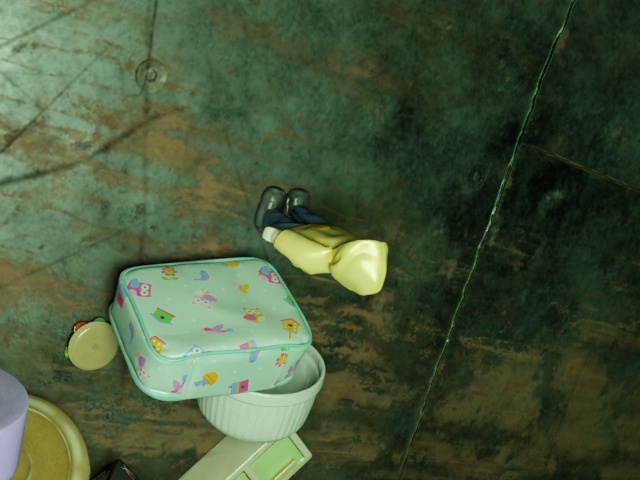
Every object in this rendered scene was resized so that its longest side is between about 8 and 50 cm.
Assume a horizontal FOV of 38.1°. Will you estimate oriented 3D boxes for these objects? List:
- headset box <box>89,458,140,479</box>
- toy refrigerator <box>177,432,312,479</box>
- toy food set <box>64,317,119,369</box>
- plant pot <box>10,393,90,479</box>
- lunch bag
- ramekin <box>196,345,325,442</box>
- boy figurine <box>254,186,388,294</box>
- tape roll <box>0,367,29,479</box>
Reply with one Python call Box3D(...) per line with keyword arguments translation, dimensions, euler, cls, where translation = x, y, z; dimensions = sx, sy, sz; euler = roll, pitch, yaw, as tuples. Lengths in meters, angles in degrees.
Box3D(translation=(-0.287, 0.483, 1.332), dimensions=(0.110, 0.293, 0.218), euler=(-38, 100, 7), cls="headset box")
Box3D(translation=(-0.152, 0.417, 1.598), dimensions=(0.269, 0.094, 0.102), euler=(-41, 126, -15), cls="toy refrigerator")
Box3D(translation=(-0.345, 0.157, 1.408), dimensions=(0.082, 0.020, 0.083), euler=(32, 89, -38), cls="toy food set")
Box3D(translation=(-0.442, 0.321, 1.296), dimensions=(0.236, 0.236, 0.032), euler=(-21, 163, -26), cls="plant pot")
Box3D(translation=(-0.165, 0.124, 1.396), dimensions=(0.279, 0.224, 0.108), euler=(-2, 130, -34), cls="lunch bag")
Box3D(translation=(-0.103, 0.233, 1.494), dimensions=(0.207, 0.207, 0.109), euler=(-3, 119, -34), cls="ramekin")
Box3D(translation=(0.000, 0.000, 1.414), dimensions=(0.177, 0.285, 0.092), euler=(4, 106, -32), cls="boy figurine")
Box3D(translation=(-0.512, 0.227, 1.159), dimensions=(0.274, 0.274, 0.090), euler=(4, 106, -35), cls="tape roll")
